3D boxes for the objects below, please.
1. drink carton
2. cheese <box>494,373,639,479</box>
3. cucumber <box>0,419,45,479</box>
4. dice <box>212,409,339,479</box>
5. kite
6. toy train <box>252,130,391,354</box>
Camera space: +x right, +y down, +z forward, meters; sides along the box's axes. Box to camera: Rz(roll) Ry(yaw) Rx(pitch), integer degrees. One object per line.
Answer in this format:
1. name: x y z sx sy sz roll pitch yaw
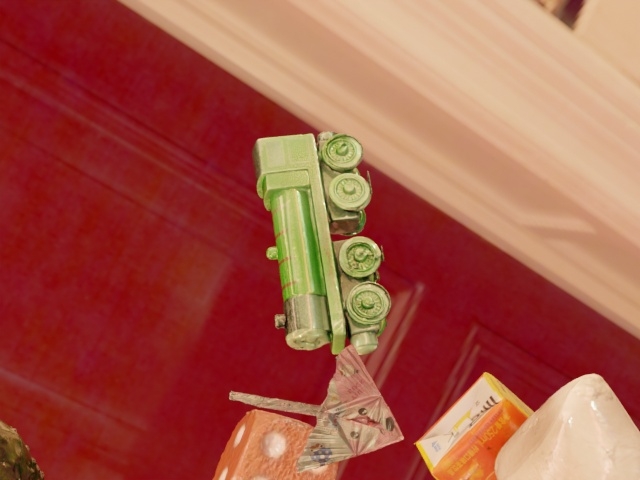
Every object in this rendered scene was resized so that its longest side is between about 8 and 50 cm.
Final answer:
1. drink carton: 0.312 0.360 1.680 0.154 0.351 0.111 -46 15 6
2. cheese: 0.325 0.290 1.497 0.198 0.189 0.154 -52 -16 30
3. cucumber: -0.191 0.147 0.700 0.227 0.069 0.069 108 178 -63
4. dice: -0.078 0.394 2.052 0.175 0.174 0.179 149 140 -72
5. kite: 0.000 0.141 1.015 0.005 0.152 0.137 -85 15 -66
6. toy train: 0.000 0.000 1.229 0.085 0.119 0.251 94 169 -63
